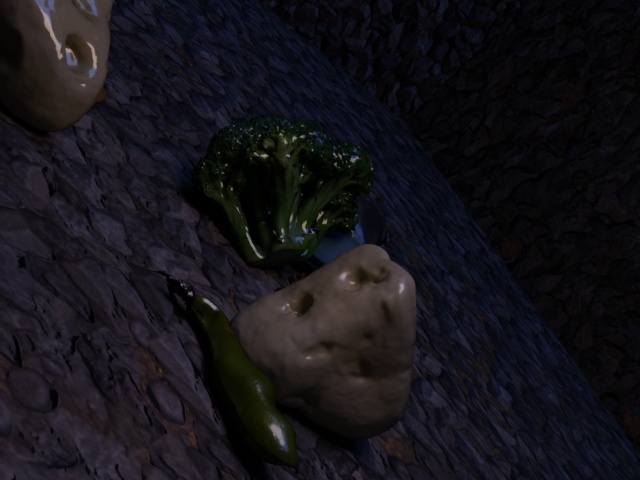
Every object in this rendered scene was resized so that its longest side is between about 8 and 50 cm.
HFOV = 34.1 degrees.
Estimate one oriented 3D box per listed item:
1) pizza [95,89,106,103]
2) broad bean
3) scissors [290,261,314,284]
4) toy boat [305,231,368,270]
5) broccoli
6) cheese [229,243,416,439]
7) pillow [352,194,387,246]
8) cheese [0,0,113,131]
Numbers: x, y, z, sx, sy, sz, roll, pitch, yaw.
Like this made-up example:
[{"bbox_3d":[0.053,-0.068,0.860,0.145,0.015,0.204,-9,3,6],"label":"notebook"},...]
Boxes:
[{"bbox_3d":[-0.413,-0.288,1.577,0.195,0.052,0.185,52,13,19],"label":"pizza"},{"bbox_3d":[-0.111,0.159,1.261,0.098,0.056,0.318,12,31,-54],"label":"broad bean"},{"bbox_3d":[-0.021,0.054,1.827,0.088,0.017,0.220,39,16,-18],"label":"scissors"},{"bbox_3d":[0.000,0.000,1.827,0.238,0.109,0.098,45,-17,28],"label":"toy boat"},{"bbox_3d":[-0.064,-0.085,1.684,0.294,0.265,0.245,-4,79,-22],"label":"broccoli"},{"bbox_3d":[0.007,0.161,1.414,0.173,0.251,0.248,46,-27,54],"label":"cheese"},{"bbox_3d":[0.061,-0.041,2.113,0.186,0.106,0.250,53,17,-5],"label":"pillow"},{"bbox_3d":[-0.360,-0.346,1.453,0.351,0.129,0.328,71,24,-13],"label":"cheese"}]
